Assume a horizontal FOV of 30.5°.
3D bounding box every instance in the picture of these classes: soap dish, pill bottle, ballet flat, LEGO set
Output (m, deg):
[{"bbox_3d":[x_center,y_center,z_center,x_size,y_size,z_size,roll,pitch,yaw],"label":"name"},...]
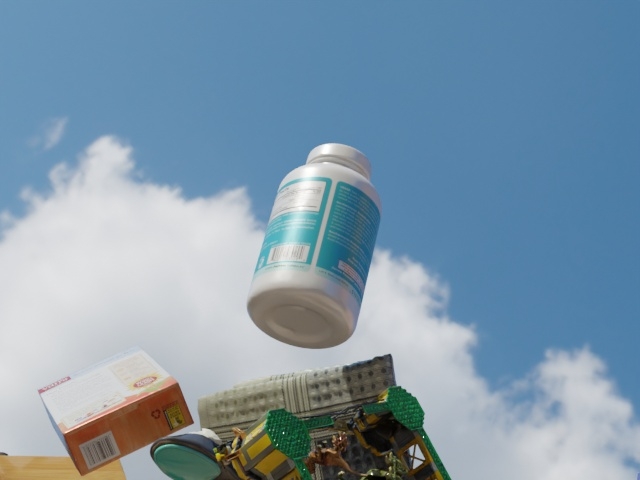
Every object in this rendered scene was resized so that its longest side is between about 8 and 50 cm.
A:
[{"bbox_3d":[-0.404,0.421,1.780,0.229,0.118,0.291,3,-32,-11],"label":"soap dish"},{"bbox_3d":[0.000,0.000,1.557,0.146,0.264,0.146,10,-34,7],"label":"pill bottle"},{"bbox_3d":[-0.130,0.274,1.425,0.074,0.074,0.203,-23,-48,35],"label":"ballet flat"},{"bbox_3d":[0.007,0.314,1.338,0.192,0.331,0.255,-43,-107,31],"label":"LEGO set"}]

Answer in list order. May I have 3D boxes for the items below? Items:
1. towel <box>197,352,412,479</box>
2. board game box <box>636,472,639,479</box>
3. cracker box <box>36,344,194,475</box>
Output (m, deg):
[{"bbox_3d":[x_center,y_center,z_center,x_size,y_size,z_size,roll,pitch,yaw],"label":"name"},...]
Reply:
[{"bbox_3d":[-0.016,0.334,1.620,0.324,0.056,0.312,-15,-101,28],"label":"towel"},{"bbox_3d":[0.389,0.331,1.384,0.020,0.090,0.090,-2,-28,31],"label":"board game box"},{"bbox_3d":[-0.276,0.219,1.555,0.232,0.155,0.067,21,-48,67],"label":"cracker box"}]
